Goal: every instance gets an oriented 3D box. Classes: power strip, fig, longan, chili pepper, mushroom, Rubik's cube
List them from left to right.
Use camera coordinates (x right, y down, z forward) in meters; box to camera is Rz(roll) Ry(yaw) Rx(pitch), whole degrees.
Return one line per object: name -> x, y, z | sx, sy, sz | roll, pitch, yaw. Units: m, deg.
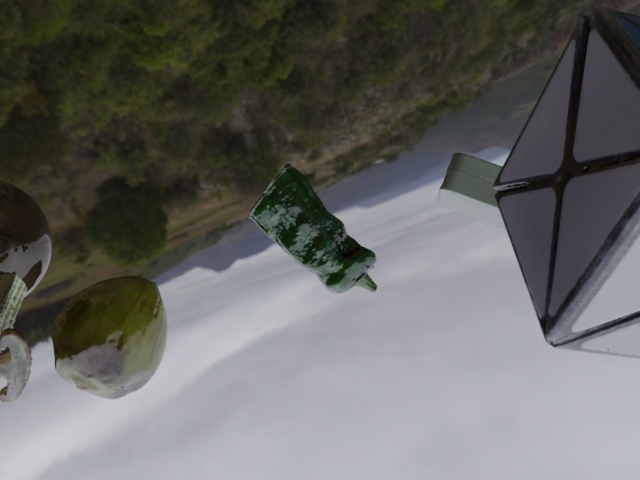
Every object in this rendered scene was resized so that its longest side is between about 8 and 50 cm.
longan -> -0.641, 0.008, 1.307 | 0.257, 0.258, 0.258 | -19, -179, 0
mushroom -> -0.382, 0.156, 0.841 | 0.049, 0.101, 0.019 | 1, -158, -18
fig -> -0.433, 0.192, 1.438 | 0.239, 0.239, 0.271 | -18, -146, 45
chili pepper -> 0.000, 0.000, 1.237 | 0.136, 0.270, 0.099 | -48, 177, 15
power strip -> 0.361, -0.057, 1.348 | 0.260, 0.141, 0.229 | 20, 177, 9
Rubik's cube -> 0.353, -0.047, 0.687 | 0.260, 0.259, 0.255 | 11, 131, -10

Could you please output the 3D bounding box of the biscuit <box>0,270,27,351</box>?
biscuit -> -0.565, 0.126, 0.983 | 0.252, 0.052, 0.150 | -8, -137, 4
